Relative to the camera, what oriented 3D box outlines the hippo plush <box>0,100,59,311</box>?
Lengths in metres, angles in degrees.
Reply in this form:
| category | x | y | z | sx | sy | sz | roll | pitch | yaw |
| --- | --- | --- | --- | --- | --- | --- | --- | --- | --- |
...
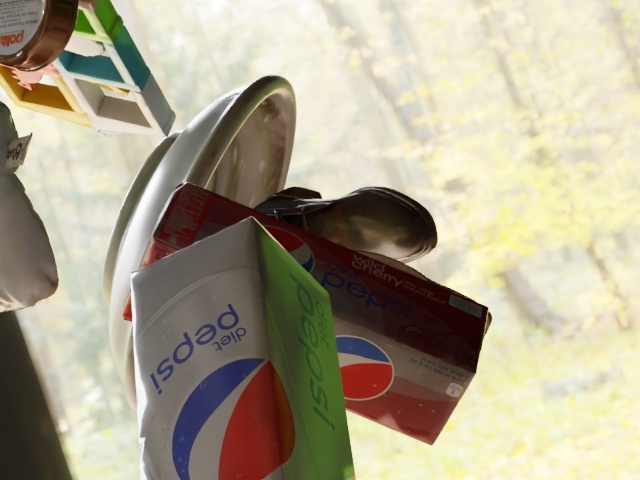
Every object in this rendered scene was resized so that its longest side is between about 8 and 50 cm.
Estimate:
| category | x | y | z | sx | sy | sz | roll | pitch | yaw |
| --- | --- | --- | --- | --- | --- | --- | --- | --- | --- |
| hippo plush | -0.381 | -0.024 | 1.402 | 0.237 | 0.234 | 0.294 | -17 | -6 | -16 |

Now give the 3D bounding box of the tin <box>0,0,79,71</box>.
| category | x | y | z | sx | sy | sz | roll | pitch | yaw |
| --- | --- | --- | --- | --- | --- | --- | --- | --- | --- |
| tin | -0.260 | -0.245 | 1.369 | 0.106 | 0.189 | 0.040 | -1 | -7 | 41 |

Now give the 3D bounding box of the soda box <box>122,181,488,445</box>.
| category | x | y | z | sx | sy | sz | roll | pitch | yaw |
| --- | --- | --- | --- | --- | --- | --- | --- | --- | --- |
| soda box | -0.011 | 0.055 | 1.187 | 0.083 | 0.263 | 0.092 | -70 | 5 | -51 |

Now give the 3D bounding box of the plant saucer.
| category | x | y | z | sx | sy | sz | roll | pitch | yaw |
| --- | --- | --- | --- | --- | --- | --- | --- | --- | --- |
| plant saucer | -0.148 | -0.006 | 1.697 | 0.101 | 0.400 | 0.400 | 22 | 7 | 11 |

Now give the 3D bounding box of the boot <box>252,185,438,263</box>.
| category | x | y | z | sx | sy | sz | roll | pitch | yaw |
| --- | --- | --- | --- | --- | --- | --- | --- | --- | --- |
| boot | 0.000 | 0.000 | 1.405 | 0.106 | 0.082 | 0.219 | -24 | 18 | -39 |

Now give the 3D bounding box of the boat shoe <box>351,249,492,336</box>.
| category | x | y | z | sx | sy | sz | roll | pitch | yaw |
| --- | --- | --- | --- | --- | --- | --- | --- | --- | --- |
| boat shoe | 0.070 | 0.054 | 1.285 | 0.152 | 0.049 | 0.056 | 21 | -33 | -4 |

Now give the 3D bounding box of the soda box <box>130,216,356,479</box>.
| category | x | y | z | sx | sy | sz | roll | pitch | yaw |
| --- | --- | --- | --- | --- | --- | --- | --- | --- | --- |
| soda box | -0.039 | 0.132 | 0.862 | 0.091 | 0.286 | 0.098 | -24 | -42 | 19 |

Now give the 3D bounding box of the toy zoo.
| category | x | y | z | sx | sy | sz | roll | pitch | yaw |
| --- | --- | --- | --- | --- | --- | --- | --- | --- | --- |
| toy zoo | -0.267 | -0.186 | 1.598 | 0.192 | 0.030 | 0.293 | 13 | -23 | 18 |
